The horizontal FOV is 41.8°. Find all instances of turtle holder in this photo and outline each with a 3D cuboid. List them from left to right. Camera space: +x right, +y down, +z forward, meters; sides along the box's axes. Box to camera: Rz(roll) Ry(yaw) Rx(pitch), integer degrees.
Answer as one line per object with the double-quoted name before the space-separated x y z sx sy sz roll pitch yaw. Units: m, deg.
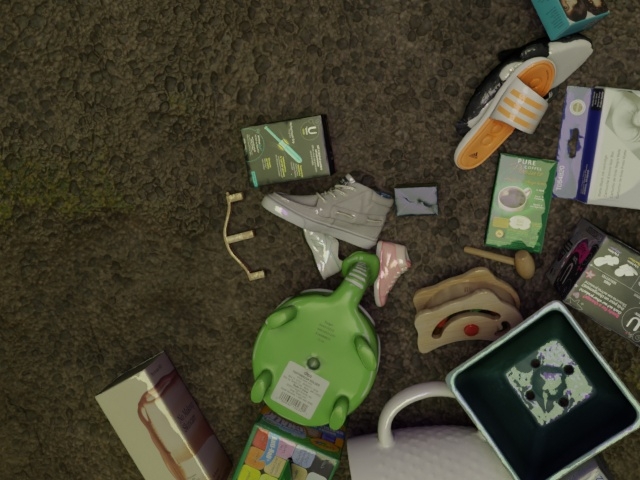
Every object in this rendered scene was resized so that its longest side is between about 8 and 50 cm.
"turtle holder" -0.003 0.185 1.621 0.243 0.227 0.321 -1 98 9

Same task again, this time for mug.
"mug" 0.224 0.447 1.604 0.327 0.276 0.374 -9 103 0

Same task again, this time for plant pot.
"plant pot" 0.414 0.272 1.532 0.247 0.252 0.248 -38 77 13

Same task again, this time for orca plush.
"orca plush" 0.364 -0.308 1.581 0.151 0.102 0.287 25 120 -42

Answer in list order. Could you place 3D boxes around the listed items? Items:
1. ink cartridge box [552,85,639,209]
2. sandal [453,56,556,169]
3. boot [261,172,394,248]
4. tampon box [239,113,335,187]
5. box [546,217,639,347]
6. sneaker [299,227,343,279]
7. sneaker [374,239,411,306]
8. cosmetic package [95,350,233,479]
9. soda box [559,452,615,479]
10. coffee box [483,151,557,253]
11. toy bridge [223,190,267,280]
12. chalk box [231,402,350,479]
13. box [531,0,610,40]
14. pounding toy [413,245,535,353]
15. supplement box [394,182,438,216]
"ink cartridge box" 0.564 -0.173 1.576 0.223 0.045 0.224 6 100 7
"sandal" 0.352 -0.213 1.538 0.101 0.076 0.265 9 130 -35
"boot" 0.019 -0.078 1.607 0.258 0.095 0.124 18 105 -30
"tampon box" -0.061 -0.175 1.634 0.160 0.101 0.121 -8 98 8
"box" 0.522 0.069 1.518 0.163 0.247 0.142 30 101 2
"sneaker" 0.000 0.000 1.685 0.061 0.053 0.152 -24 98 -5
"sneaker" 0.145 0.069 1.670 0.070 0.051 0.135 5 96 12
"cosmetic package" -0.319 0.399 1.739 0.129 0.153 0.296 -30 95 10
"soda box" 0.480 0.423 1.561 0.091 0.286 0.098 -37 94 10
"coffee box" 0.386 -0.073 1.620 0.113 0.040 0.184 8 101 7
"toy bridge" -0.165 -0.009 1.714 0.063 0.026 0.188 -14 97 11
"chalk box" -0.066 0.436 1.638 0.179 0.289 0.180 24 101 4
"box" 0.412 -0.488 1.495 0.100 0.060 0.244 -22 83 -24
"pounding toy" 0.308 0.116 1.648 0.269 0.155 0.154 -23 124 20
"supplement box" 0.187 -0.080 1.624 0.083 0.083 0.056 -2 99 8
